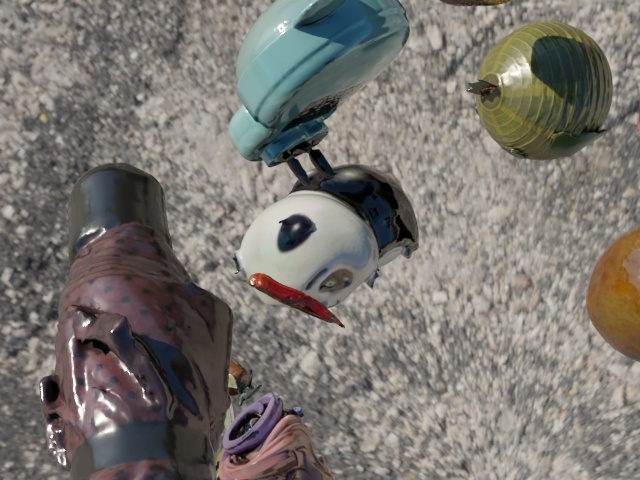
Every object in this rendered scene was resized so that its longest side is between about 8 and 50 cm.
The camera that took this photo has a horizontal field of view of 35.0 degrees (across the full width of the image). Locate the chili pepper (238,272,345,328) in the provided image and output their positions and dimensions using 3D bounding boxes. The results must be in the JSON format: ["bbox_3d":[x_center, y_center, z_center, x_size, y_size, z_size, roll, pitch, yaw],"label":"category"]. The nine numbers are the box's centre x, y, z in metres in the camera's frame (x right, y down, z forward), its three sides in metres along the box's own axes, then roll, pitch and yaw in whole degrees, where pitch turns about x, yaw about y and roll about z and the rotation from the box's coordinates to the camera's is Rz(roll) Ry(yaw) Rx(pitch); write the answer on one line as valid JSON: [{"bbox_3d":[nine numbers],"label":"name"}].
[{"bbox_3d":[-0.038,0.087,1.512,0.178,0.045,0.027,27,80,-6],"label":"chili pepper"}]

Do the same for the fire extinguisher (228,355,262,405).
[{"bbox_3d":[-0.150,0.183,1.510,0.177,0.050,0.062,38,117,35],"label":"fire extinguisher"}]

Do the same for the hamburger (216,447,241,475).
[{"bbox_3d":[-0.055,0.407,1.527,0.284,0.134,0.266,11,115,44],"label":"hamburger"}]

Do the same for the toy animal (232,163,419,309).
[{"bbox_3d":[0.000,0.000,1.768,0.250,0.310,0.251,13,113,33],"label":"toy animal"}]

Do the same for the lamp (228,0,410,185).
[{"bbox_3d":[-0.011,-0.193,1.159,0.147,0.284,0.209,43,43,22],"label":"lamp"}]

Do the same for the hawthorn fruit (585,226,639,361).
[{"bbox_3d":[0.613,0.101,1.848,0.267,0.301,0.268,11,62,-21],"label":"hawthorn fruit"}]

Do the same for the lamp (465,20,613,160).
[{"bbox_3d":[0.374,-0.261,1.780,0.284,0.250,0.250,-4,70,-31],"label":"lamp"}]

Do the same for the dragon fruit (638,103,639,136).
[{"bbox_3d":[0.484,-0.095,1.097,0.371,0.249,0.386,41,54,-24],"label":"dragon fruit"}]

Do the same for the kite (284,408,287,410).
[{"bbox_3d":[-0.044,0.318,1.632,0.009,0.232,0.189,-28,46,-11],"label":"kite"}]

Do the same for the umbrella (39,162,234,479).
[{"bbox_3d":[-0.081,0.091,0.470,0.090,0.094,0.326,-40,43,28],"label":"umbrella"}]

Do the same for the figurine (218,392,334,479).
[{"bbox_3d":[-0.047,0.265,1.191,0.126,0.114,0.157,-41,83,-13],"label":"figurine"}]

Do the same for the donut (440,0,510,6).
[{"bbox_3d":[0.233,-0.405,1.539,0.166,0.184,0.073,3,89,24],"label":"donut"}]

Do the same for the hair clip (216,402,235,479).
[{"bbox_3d":[-0.125,0.271,1.339,0.022,0.054,0.137,8,40,-5],"label":"hair clip"}]
